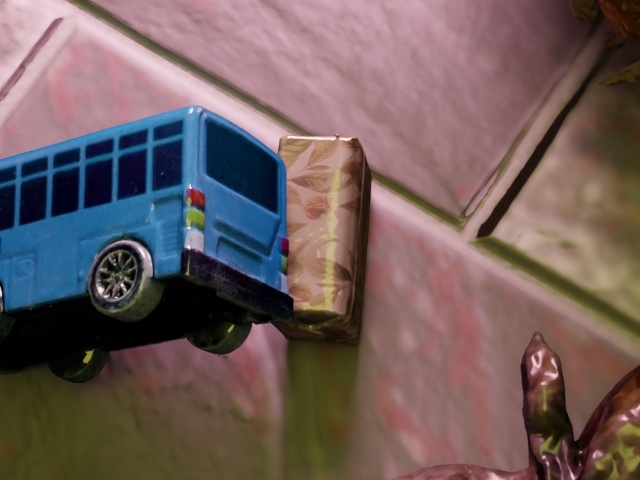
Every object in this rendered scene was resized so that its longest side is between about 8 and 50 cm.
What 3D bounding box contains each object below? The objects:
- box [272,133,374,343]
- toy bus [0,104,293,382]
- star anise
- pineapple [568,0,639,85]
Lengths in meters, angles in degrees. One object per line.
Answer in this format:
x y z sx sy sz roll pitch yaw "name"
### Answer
0.000 0.000 0.692 0.045 0.062 0.098 1 71 10 "box"
-0.111 0.005 0.664 0.184 0.090 0.106 -12 68 28 "toy bus"
0.120 0.148 0.621 0.212 0.073 0.197 -41 69 -4 "star anise"
0.208 -0.243 0.617 0.352 0.352 0.300 -16 80 2 "pineapple"
